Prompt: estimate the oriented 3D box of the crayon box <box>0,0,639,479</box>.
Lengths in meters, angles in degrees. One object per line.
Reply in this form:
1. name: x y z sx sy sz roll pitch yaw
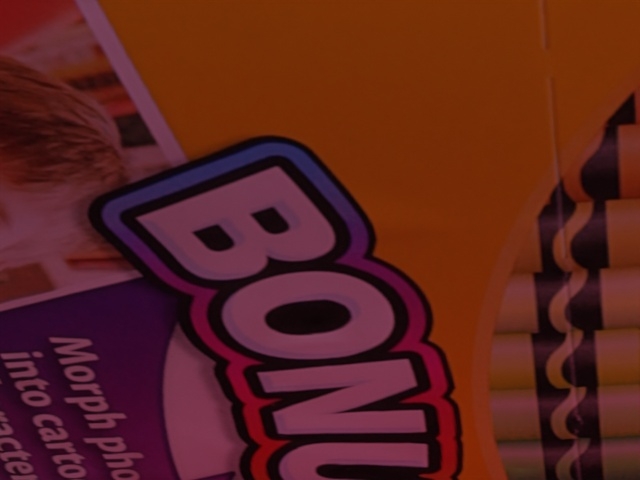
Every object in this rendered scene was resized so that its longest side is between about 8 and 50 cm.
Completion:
1. crayon box: 0.000 0.000 0.442 0.313 0.363 0.106 -2 53 10
